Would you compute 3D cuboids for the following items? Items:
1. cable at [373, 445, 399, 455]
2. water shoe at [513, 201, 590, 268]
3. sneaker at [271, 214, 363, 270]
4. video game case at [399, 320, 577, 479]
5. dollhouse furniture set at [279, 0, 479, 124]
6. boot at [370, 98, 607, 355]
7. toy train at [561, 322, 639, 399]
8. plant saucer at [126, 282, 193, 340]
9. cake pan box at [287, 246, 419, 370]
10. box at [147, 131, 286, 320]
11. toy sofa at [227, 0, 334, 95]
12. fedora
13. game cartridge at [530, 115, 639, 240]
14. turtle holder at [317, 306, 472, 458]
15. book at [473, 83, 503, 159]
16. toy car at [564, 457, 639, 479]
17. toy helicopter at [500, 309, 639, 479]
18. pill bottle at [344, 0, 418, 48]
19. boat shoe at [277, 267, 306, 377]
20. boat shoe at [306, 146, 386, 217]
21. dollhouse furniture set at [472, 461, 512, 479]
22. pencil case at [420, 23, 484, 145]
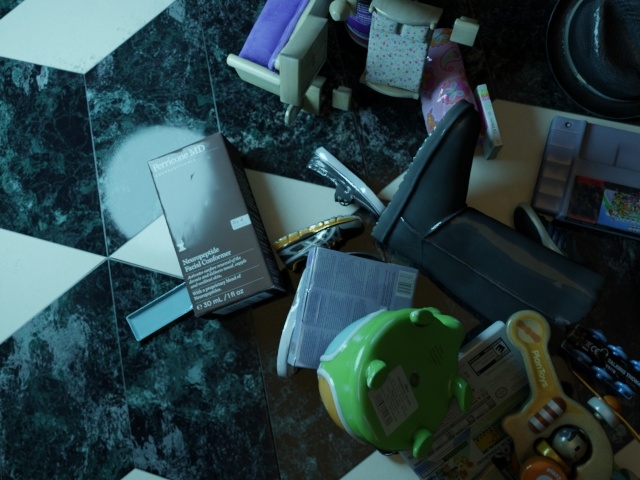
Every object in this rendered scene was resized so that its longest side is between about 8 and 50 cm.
[{"bbox_3d":[0.156,0.374,1.137,0.150,0.047,0.184,19,102,-16],"label":"cable"},{"bbox_3d":[0.502,-0.003,1.180,0.080,0.073,0.203,-29,82,-20],"label":"water shoe"},{"bbox_3d":[0.000,0.000,1.237,0.215,0.084,0.083,-22,92,7],"label":"sneaker"},{"bbox_3d":[0.325,0.378,1.107,0.329,0.036,0.300,-37,96,0],"label":"video game case"},{"bbox_3d":[0.108,-0.331,1.140,0.355,0.303,0.174,18,55,10],"label":"dollhouse furniture set"},{"bbox_3d":[0.370,-0.018,1.091,0.445,0.146,0.367,37,127,15],"label":"boot"},{"bbox_3d":[0.576,0.247,1.101,0.184,0.105,0.080,38,84,11],"label":"toy train"},{"bbox_3d":[-0.365,0.164,1.285,0.192,0.018,0.067,-31,78,1],"label":"plant saucer"},{"bbox_3d":[0.073,0.156,1.158,0.245,0.070,0.267,12,83,-17],"label":"cake pan box"},{"bbox_3d":[-0.235,-0.031,1.239,0.191,0.143,0.381,-22,77,4],"label":"box"},{"bbox_3d":[-0.072,-0.541,1.277,0.150,0.177,0.363,26,86,10],"label":"toy sofa"},{"bbox_3d":[0.637,-0.413,1.116,0.334,0.152,0.334,6,111,17],"label":"fedora"},{"bbox_3d":[0.662,-0.124,1.175,0.355,0.068,0.230,15,79,10],"label":"game cartridge"},{"bbox_3d":[0.130,0.223,1.010,0.243,0.227,0.320,39,63,-25],"label":"turtle holder"},{"bbox_3d":[0.372,-0.264,1.214,0.035,0.096,0.144,-12,80,5],"label":"book"},{"bbox_3d":[0.540,0.512,1.048,0.159,0.136,0.182,16,83,10],"label":"toy car"},{"bbox_3d":[0.452,0.301,1.022,0.235,0.140,0.355,-16,82,10],"label":"toy helicopter"},{"bbox_3d":[0.128,-0.570,1.179,0.181,0.323,0.182,-1,81,7],"label":"pill bottle"},{"bbox_3d":[-0.026,0.184,1.197,0.084,0.095,0.258,15,84,14],"label":"boat shoe"},{"bbox_3d":[0.055,-0.121,1.245,0.228,0.080,0.076,44,95,13],"label":"boat shoe"},{"bbox_3d":[0.335,0.563,1.041,0.129,0.129,0.184,42,92,-12],"label":"dollhouse furniture set"},{"bbox_3d":[0.285,-0.337,1.229,0.124,0.124,0.284,-12,79,6],"label":"pencil case"}]
